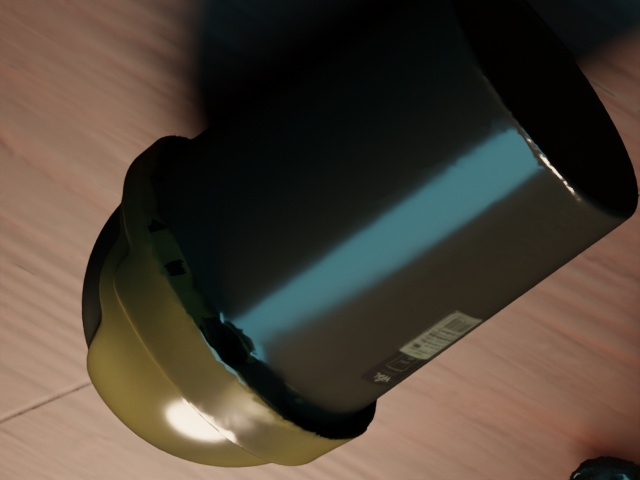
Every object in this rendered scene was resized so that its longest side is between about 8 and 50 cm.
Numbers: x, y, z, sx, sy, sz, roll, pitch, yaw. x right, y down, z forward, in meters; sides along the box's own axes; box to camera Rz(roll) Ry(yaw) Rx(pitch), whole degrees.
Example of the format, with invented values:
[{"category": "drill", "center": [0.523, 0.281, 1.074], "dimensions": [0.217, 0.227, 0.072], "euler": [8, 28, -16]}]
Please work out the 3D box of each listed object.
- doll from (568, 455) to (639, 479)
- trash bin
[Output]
[{"category": "doll", "center": [0.294, 0.233, 1.216], "dimensions": [0.340, 0.246, 0.158], "euler": [2, 162, 12]}, {"category": "trash bin", "center": [0.000, 0.000, 1.166], "dimensions": [0.334, 0.214, 0.214], "euler": [-37, 111, 24]}]
